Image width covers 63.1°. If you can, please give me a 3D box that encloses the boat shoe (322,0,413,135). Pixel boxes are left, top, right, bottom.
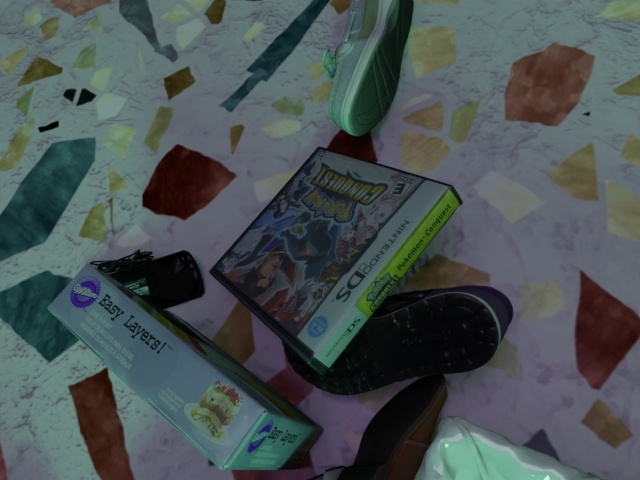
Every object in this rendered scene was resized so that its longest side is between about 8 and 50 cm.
[{"bbox_3d":[0.065,-0.294,0.793,0.103,0.118,0.320,6,66,23],"label":"boat shoe"}]

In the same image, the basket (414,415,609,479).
[{"bbox_3d":[0.193,0.362,0.402,0.332,0.266,0.328,20,74,22],"label":"basket"}]

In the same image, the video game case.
[{"bbox_3d":[0.000,0.000,0.662,0.248,0.035,0.275,-50,38,-9],"label":"video game case"}]

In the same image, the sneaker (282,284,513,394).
[{"bbox_3d":[0.090,0.114,0.634,0.284,0.124,0.107,-12,92,33],"label":"sneaker"}]

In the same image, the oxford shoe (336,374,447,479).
[{"bbox_3d":[0.089,0.237,0.574,0.076,0.076,0.212,50,55,-9],"label":"oxford shoe"}]

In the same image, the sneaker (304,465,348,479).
[{"bbox_3d":[-0.103,0.369,0.553,0.331,0.122,0.146,-22,63,5],"label":"sneaker"}]

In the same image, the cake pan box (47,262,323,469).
[{"bbox_3d":[-0.139,0.150,0.586,0.267,0.245,0.070,31,75,24],"label":"cake pan box"}]

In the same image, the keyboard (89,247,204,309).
[{"bbox_3d":[-0.269,0.062,0.779,0.192,0.038,0.100,-17,88,6],"label":"keyboard"}]
